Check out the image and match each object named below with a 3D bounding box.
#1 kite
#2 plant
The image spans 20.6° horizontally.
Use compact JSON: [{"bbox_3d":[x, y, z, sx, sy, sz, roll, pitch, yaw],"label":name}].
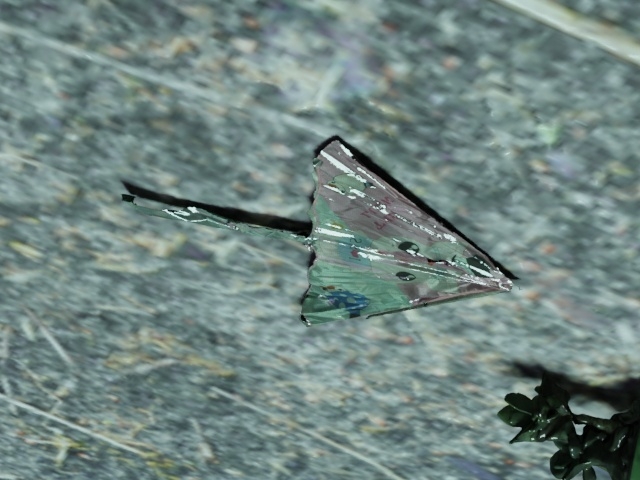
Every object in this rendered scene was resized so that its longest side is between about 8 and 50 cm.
[{"bbox_3d":[0.000,0.000,0.666,0.157,0.011,0.139,11,148,5],"label":"kite"},{"bbox_3d":[0.121,0.086,0.716,0.102,0.051,0.051,12,151,15],"label":"plant"}]
